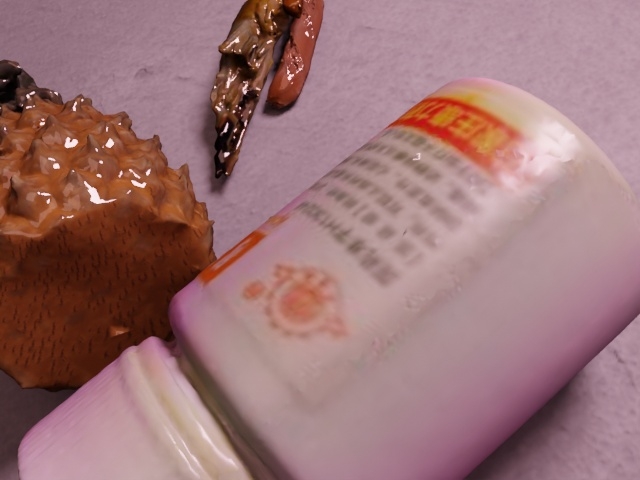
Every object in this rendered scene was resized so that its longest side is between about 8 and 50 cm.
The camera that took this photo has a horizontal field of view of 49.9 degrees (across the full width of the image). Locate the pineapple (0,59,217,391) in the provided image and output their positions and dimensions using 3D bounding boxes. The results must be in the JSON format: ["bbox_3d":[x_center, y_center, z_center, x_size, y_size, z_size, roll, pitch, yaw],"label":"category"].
[{"bbox_3d":[-0.251,-0.050,0.628,0.223,0.223,0.357,-37,51,-8],"label":"pineapple"}]

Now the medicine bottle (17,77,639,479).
[{"bbox_3d":[0.017,0.083,0.474,0.388,0.219,0.219,-40,61,-9],"label":"medicine bottle"}]

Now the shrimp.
[{"bbox_3d":[-0.073,-0.193,0.709,0.066,0.117,0.262,21,60,-22],"label":"shrimp"}]

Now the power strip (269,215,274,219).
[{"bbox_3d":[0.000,0.000,0.636,0.136,0.019,0.051,-2,63,12],"label":"power strip"}]

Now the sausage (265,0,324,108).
[{"bbox_3d":[-0.025,-0.211,0.751,0.036,0.042,0.158,23,65,-19],"label":"sausage"}]
